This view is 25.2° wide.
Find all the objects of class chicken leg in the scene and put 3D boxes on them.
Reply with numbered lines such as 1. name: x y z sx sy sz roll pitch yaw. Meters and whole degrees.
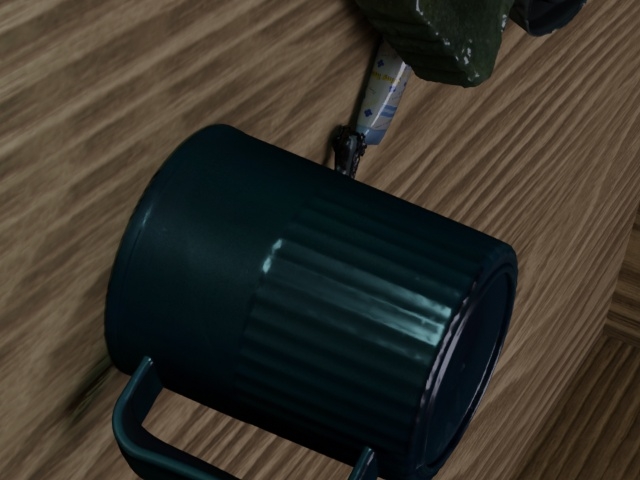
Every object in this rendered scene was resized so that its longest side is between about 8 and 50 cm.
1. chicken leg: 0.000 0.000 1.555 0.106 0.051 0.253 27 82 -65

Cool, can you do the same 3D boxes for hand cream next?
1. hand cream: 0.076 -0.183 1.571 0.065 0.043 0.171 -9 122 -60

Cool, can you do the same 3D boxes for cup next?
1. cup: -0.013 0.072 1.227 0.308 0.292 0.242 -42 148 -53

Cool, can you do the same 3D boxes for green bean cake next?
1. green bean cake: 0.127 -0.274 1.472 0.183 0.094 0.185 38 70 -49

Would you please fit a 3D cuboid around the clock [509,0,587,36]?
1. clock: 0.345 -0.423 1.890 0.325 0.067 0.325 -46 159 -23
